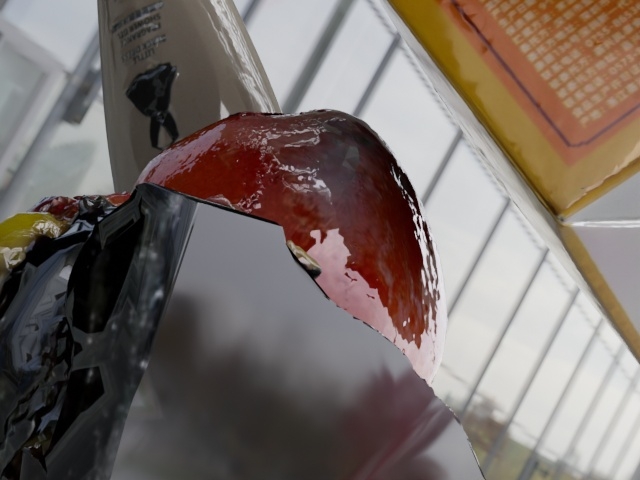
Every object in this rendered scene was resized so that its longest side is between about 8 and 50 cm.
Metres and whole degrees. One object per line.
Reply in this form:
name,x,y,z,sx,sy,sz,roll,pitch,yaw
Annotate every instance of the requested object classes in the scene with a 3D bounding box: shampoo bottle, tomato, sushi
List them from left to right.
sushi,-0.054,0.059,0.430,0.150,0.153,0.172,20,2,40
shampoo bottle,-0.075,-0.052,0.827,0.127,0.257,0.078,-21,-13,22
tomato,0.000,0.000,0.665,0.189,0.099,0.173,9,44,-26

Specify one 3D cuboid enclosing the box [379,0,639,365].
box,0.204,-0.118,0.683,0.214,0.283,0.259,58,7,28
